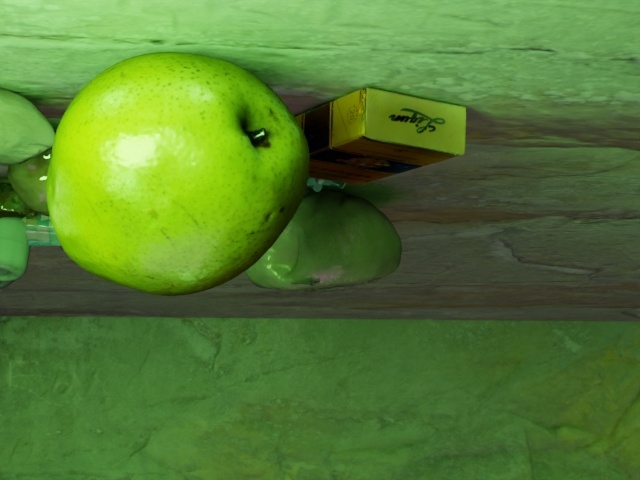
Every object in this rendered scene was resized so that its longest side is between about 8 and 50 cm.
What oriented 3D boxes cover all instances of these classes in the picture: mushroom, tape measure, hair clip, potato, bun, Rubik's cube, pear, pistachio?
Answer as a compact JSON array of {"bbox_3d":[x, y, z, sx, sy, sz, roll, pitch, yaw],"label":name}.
[{"bbox_3d":[-0.407,-0.147,1.603,0.097,0.088,0.212,35,-172,40],"label":"mushroom"},{"bbox_3d":[-0.640,0.000,2.345,0.243,0.125,0.246,13,164,-21],"label":"tape measure"},{"bbox_3d":[-0.032,-0.104,1.940,0.173,0.049,0.049,10,167,-34],"label":"hair clip"},{"bbox_3d":[-0.539,-0.064,2.175,0.119,0.054,0.198,4,175,-37],"label":"potato"},{"bbox_3d":[0.005,0.000,2.168,0.273,0.168,0.273,-4,-179,0],"label":"bun"},{"bbox_3d":[-0.466,-0.038,2.268,0.075,0.073,0.084,12,142,-18],"label":"Rubik's cube"},{"bbox_3d":[-0.154,-0.076,1.465,0.294,0.294,0.294,1,170,0],"label":"pear"},{"bbox_3d":[-0.358,-0.093,1.832,0.125,0.124,0.185,0,176,9],"label":"pistachio"}]

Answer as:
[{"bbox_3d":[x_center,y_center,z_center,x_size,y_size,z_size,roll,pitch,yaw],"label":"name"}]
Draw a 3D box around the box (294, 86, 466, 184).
[{"bbox_3d":[0.056,-0.128,1.705,0.152,0.070,0.237,8,167,-30],"label":"box"}]
